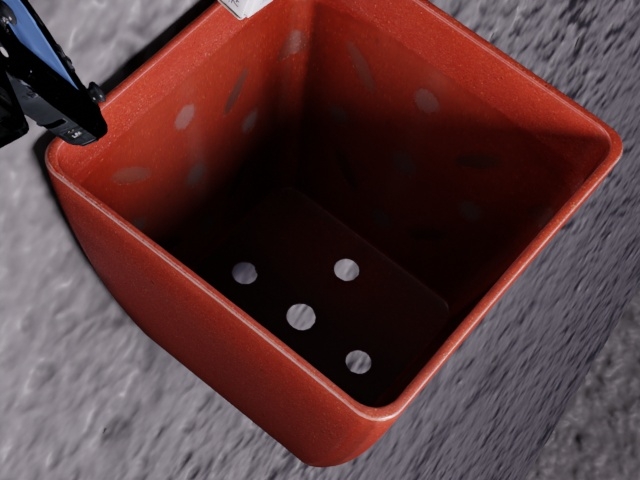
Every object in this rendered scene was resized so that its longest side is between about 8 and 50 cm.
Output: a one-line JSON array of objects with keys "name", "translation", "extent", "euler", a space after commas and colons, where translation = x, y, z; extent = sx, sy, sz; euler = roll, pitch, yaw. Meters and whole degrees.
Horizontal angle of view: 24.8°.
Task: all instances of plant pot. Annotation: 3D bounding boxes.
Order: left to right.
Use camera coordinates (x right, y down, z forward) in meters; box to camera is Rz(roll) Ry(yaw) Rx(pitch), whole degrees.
[{"name": "plant pot", "translation": [0.000, 0.000, 1.000], "extent": [0.267, 0.267, 0.236], "euler": [-46, 165, -27]}]

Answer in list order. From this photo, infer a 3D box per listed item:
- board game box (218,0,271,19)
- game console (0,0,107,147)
[{"name": "board game box", "translation": [0.036, -0.281, 0.851], "extent": [0.193, 0.053, 0.305], "euler": [-42, 170, -34]}, {"name": "game console", "translation": [-0.165, -0.126, 0.625], "extent": [0.044, 0.213, 0.361], "euler": [-25, 173, 1]}]
